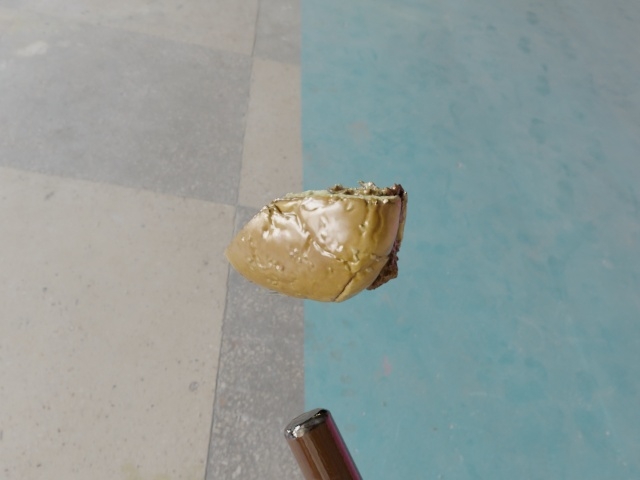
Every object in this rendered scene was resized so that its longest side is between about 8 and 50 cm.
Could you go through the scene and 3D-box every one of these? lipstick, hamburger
[{"bbox_3d":[0.061,0.341,0.637,0.057,0.057,0.356,-26,90,-38],"label":"lipstick"},{"bbox_3d":[0.000,0.000,0.926,0.245,0.282,0.155,46,28,19],"label":"hamburger"}]
